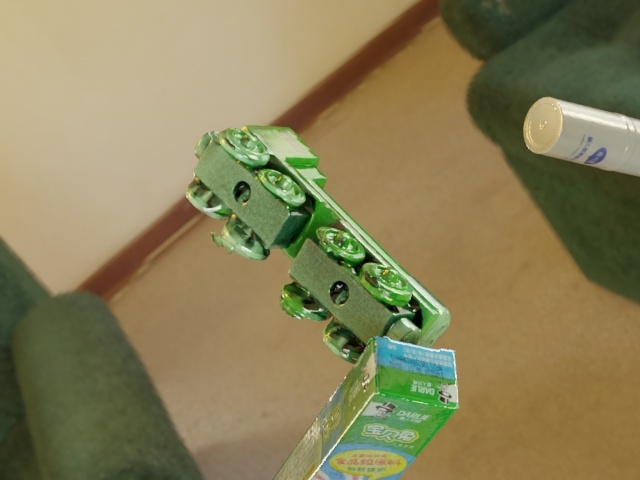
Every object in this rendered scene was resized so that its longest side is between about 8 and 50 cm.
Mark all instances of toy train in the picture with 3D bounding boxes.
[{"bbox_3d":[0.000,0.000,0.991,0.251,0.119,0.085,46,115,25],"label":"toy train"}]

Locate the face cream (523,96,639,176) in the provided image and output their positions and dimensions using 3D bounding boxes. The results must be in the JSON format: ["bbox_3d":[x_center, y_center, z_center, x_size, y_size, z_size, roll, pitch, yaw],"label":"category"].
[{"bbox_3d":[0.389,-0.132,1.704,0.077,0.250,0.077,-19,67,55],"label":"face cream"}]

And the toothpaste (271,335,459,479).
[{"bbox_3d":[0.017,0.165,0.949,0.267,0.065,0.050,121,157,-47],"label":"toothpaste"}]
